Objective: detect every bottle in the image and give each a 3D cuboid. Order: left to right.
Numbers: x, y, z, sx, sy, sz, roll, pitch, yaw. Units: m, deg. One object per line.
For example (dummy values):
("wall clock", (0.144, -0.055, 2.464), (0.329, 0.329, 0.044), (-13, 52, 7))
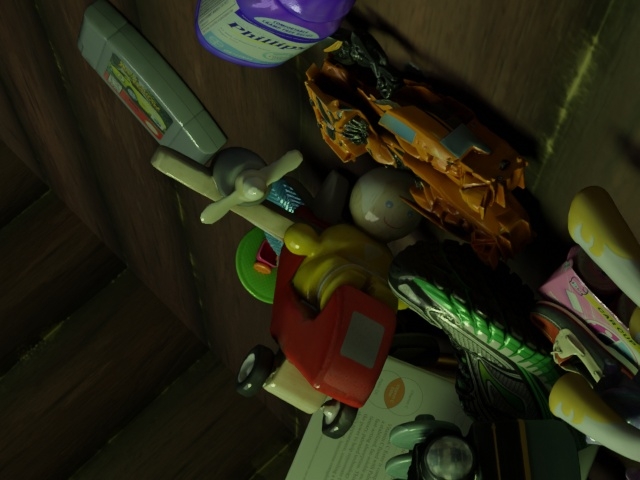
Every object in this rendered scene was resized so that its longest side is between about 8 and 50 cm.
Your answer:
("bottle", (-0.032, -0.242, 1.250), (0.118, 0.092, 0.283), (13, 170, -22))

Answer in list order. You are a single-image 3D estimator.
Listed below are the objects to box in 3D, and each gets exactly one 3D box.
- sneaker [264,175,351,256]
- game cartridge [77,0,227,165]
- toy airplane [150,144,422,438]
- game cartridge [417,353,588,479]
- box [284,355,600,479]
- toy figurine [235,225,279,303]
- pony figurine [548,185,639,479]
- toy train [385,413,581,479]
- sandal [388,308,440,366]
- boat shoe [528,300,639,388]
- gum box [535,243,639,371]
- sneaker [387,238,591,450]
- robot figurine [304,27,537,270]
("sneaker", (0.000, 0.000, 1.754), (0.087, 0.092, 0.228), (-21, 113, 35))
("game cartridge", (-0.269, -0.239, 1.993), (0.294, 0.060, 0.196), (49, 160, -4))
("toy airplane", (0.028, 0.013, 1.510), (0.384, 0.272, 0.386), (49, -151, 23))
("game cartridge", (0.272, 0.299, 1.880), (0.323, 0.053, 0.285), (49, 164, -13))
("box", (0.152, 0.296, 1.632), (0.345, 0.215, 0.168), (22, 169, 9))
("toy figurine", (-0.023, 0.030, 1.920), (0.173, 0.130, 0.159), (29, 159, -15))
("pony figurine", (0.322, 0.161, 0.992), (0.363, 0.303, 0.351), (-134, 41, -57))
("toy train", (0.167, 0.288, 1.382), (0.334, 0.190, 0.142), (91, 178, -61))
("sandal", (0.092, 0.138, 1.855), (0.303, 0.120, 0.086), (169, 103, -81))
("boat shoe", (0.252, 0.111, 1.244), (0.137, 0.043, 0.049), (41, 166, 30))
("gum box", (0.302, 0.079, 1.235), (0.188, 0.062, 0.107), (47, 165, 4))
("sneaker", (0.186, 0.132, 1.349), (0.343, 0.146, 0.134), (43, -157, -25))
("robot figurine", (0.092, -0.101, 1.308), (0.291, 0.085, 0.211), (38, 163, 30))
